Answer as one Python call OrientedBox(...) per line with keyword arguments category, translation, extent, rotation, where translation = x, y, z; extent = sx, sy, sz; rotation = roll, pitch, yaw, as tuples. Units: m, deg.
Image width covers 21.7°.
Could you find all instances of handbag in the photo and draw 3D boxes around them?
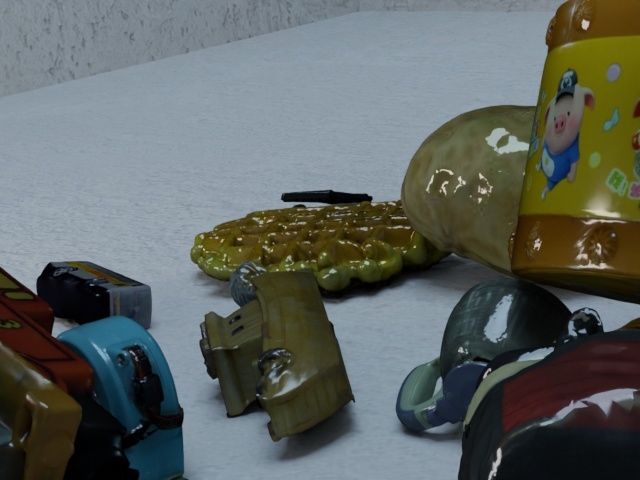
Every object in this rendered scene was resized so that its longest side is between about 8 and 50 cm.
OrientedBox(category="handbag", translation=(0.210, 0.137, 1.010), extent=(0.254, 0.181, 0.181), rotation=(-3, 17, 5))

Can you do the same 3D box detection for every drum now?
OrientedBox(category="drum", translation=(0.362, -0.045, 1.275), extent=(0.431, 0.214, 0.431), rotation=(10, -3, 1))

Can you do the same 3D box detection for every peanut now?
OrientedBox(category="peanut", translation=(0.268, -0.044, 1.690), extent=(0.387, 0.169, 0.192), rotation=(2, 41, 19))

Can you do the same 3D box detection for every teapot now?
OrientedBox(category="teapot", translation=(0.127, 0.098, 1.342), extent=(0.149, 0.111, 0.108), rotation=(6, 32, 24))

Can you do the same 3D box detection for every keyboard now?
OrientedBox(category="keyboard", translation=(0.010, -0.053, 2.055), extent=(0.061, 0.013, 0.204), rotation=(-2, -1, 16))

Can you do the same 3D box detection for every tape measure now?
OrientedBox(category="tape measure", translation=(-0.163, 0.125, 1.327), extent=(0.081, 0.125, 0.146), rotation=(-18, 18, -35))

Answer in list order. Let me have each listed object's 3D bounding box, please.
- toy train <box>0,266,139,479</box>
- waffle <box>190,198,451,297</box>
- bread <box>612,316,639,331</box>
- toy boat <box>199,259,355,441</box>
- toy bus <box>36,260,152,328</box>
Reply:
OrientedBox(category="toy train", translation=(-0.284, 0.107, 1.227), extent=(0.232, 0.163, 0.369), rotation=(-2, 26, -47))
OrientedBox(category="waffle", translation=(0.008, 0.001, 1.867), extent=(0.301, 0.058, 0.282), rotation=(4, 17, 37))
OrientedBox(category="bread", translation=(0.313, 0.108, 1.224), extent=(0.246, 0.102, 0.094), rotation=(4, 15, 30))
OrientedBox(category="toy boat", translation=(-0.044, 0.096, 1.466), extent=(0.121, 0.089, 0.321), rotation=(-13, 16, -1))
OrientedBox(category="toy bus", translation=(-0.238, 0.058, 1.766), extent=(0.072, 0.057, 0.172), rotation=(-5, 11, -32))
